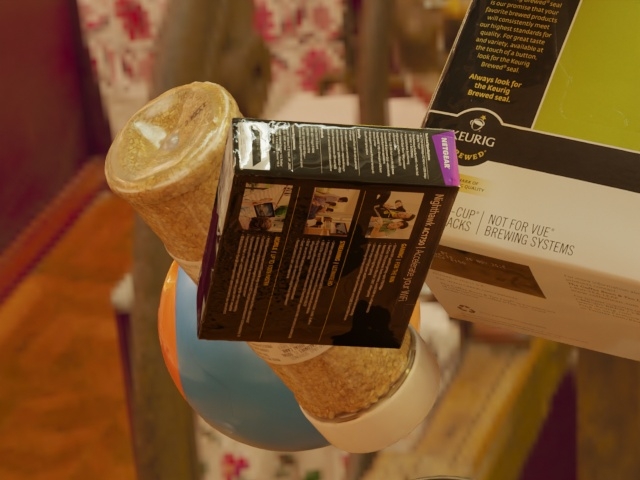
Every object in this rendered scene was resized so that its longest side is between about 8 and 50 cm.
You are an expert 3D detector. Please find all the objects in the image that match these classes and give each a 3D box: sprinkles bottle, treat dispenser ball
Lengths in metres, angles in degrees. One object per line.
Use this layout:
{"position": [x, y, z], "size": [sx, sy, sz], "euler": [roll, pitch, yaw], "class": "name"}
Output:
{"position": [-0.032, 0.029, 1.614], "size": [0.121, 0.355, 0.121], "euler": [-23, 40, 20], "class": "sprinkles bottle"}
{"position": [-0.034, 0.087, 2.158], "size": [0.288, 0.288, 0.288], "euler": [-3, 29, 2], "class": "treat dispenser ball"}

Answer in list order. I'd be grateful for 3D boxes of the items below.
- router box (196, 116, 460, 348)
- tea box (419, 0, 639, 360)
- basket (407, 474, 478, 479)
{"position": [0.000, 0.000, 1.188], "size": [0.133, 0.179, 0.046], "euler": [4, 55, -10], "class": "router box"}
{"position": [0.282, -0.077, 1.724], "size": [0.329, 0.220, 0.323], "euler": [15, 72, 26], "class": "tea box"}
{"position": [0.094, 0.257, 1.025], "size": [0.154, 0.227, 0.204], "euler": [-45, 20, -16], "class": "basket"}
